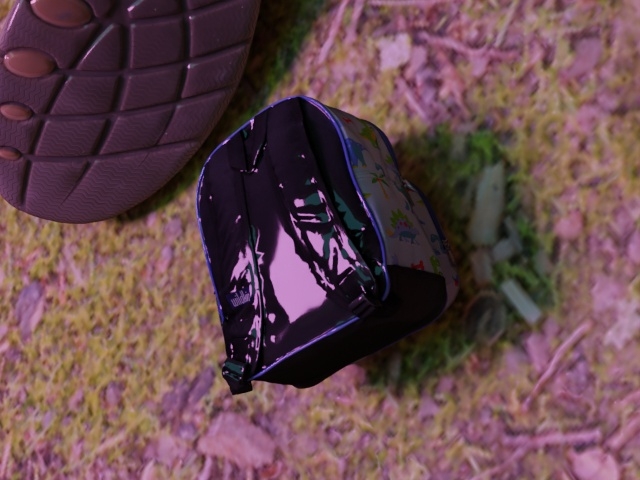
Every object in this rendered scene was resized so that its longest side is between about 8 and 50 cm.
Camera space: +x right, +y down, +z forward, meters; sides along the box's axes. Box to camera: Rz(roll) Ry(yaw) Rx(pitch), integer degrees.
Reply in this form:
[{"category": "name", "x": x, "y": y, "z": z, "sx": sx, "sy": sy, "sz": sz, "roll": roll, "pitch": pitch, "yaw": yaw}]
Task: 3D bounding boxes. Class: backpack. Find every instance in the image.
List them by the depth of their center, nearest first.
[{"category": "backpack", "x": 0.000, "y": 0.000, "z": 0.830, "sx": 0.105, "sy": 0.084, "sz": 0.114, "roll": -32, "pitch": 65, "yaw": 30}]

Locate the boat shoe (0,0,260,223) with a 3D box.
[{"category": "boat shoe", "x": -0.080, "y": -0.158, "z": 0.936, "sx": 0.324, "sy": 0.123, "sz": 0.116, "roll": -63, "pitch": 15, "yaw": 21}]
